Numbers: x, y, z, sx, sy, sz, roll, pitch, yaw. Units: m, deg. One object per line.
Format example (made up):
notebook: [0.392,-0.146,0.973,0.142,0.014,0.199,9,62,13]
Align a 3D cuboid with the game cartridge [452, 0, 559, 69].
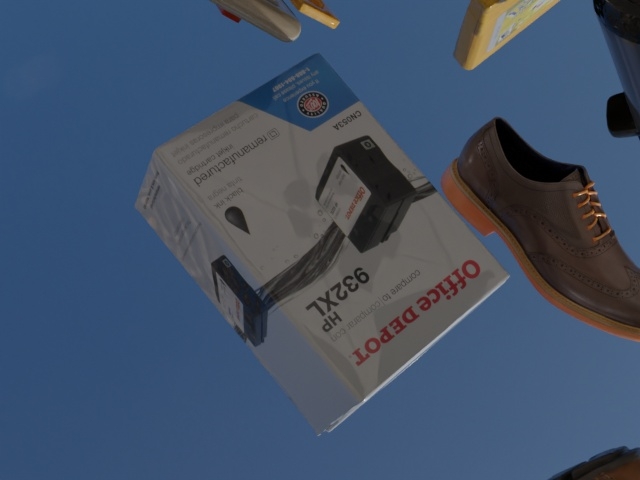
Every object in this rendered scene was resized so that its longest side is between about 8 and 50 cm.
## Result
game cartridge: [0.355,-0.424,1.688,0.285,0.323,0.052,-38,-95,-2]

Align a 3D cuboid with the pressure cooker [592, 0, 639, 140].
pressure cooker: [0.621,-0.277,1.469,0.375,0.420,0.370,-43,-139,-9]

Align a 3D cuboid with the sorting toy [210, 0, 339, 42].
sorting toy: [-0.120,-0.269,0.983,0.047,0.348,0.196,-50,-140,22]

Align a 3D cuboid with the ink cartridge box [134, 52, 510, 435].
ink cartridge box: [0.000,0.000,1.025,0.223,0.129,0.307,-36,-99,-29]

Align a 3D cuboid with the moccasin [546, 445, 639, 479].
moccasin: [0.113,0.293,0.800,0.380,0.139,0.147,-27,-105,17]

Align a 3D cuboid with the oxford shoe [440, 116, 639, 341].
oxford shoe: [0.322,-0.013,1.320,0.364,0.132,0.130,40,-140,13]
